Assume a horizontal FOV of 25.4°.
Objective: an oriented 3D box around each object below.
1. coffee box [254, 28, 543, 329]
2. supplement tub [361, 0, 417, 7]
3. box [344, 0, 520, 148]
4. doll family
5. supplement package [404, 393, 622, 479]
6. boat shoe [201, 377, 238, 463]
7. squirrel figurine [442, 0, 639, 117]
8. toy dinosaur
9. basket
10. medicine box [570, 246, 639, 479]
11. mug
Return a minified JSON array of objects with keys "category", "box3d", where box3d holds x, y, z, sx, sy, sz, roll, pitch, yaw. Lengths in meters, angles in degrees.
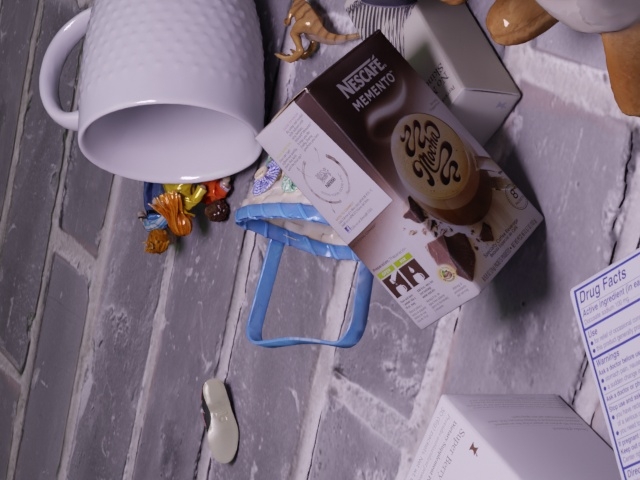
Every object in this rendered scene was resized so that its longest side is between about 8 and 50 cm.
[{"category":"coffee box","box3d":[0.092,-0.072,1.629,0.297,0.168,0.119,48,137,-3]},{"category":"supplement tub","box3d":[0.082,-0.379,1.677,0.106,0.106,0.198,34,129,52]},{"category":"box","box3d":[0.135,-0.240,1.774,0.113,0.094,0.275,-58,43,36]},{"category":"doll family","box3d":[-0.249,-0.065,2.306,0.263,0.118,0.163,-22,69,53]},{"category":"supplement package","box3d":[0.238,0.314,1.494,0.293,0.175,0.177,46,123,47]},{"category":"boat shoe","box3d":[-0.157,0.281,2.209,0.042,0.049,0.133,118,141,-77]},{"category":"squirrel figurine","box3d":[0.270,-0.393,1.498,0.397,0.281,0.370,-58,31,15]},{"category":"toy dinosaur","box3d":[-0.014,-0.304,2.030,0.211,0.064,0.112,54,128,43]},{"category":"basket","box3d":[0.000,0.000,1.855,0.255,0.201,0.289,-7,71,55]},{"category":"medicine box","box3d":[0.398,0.123,1.299,0.263,0.149,0.289,-38,56,48]},{"category":"mug","box3d":[-0.267,-0.281,2.170,0.374,0.276,0.328,-11,65,22]}]
